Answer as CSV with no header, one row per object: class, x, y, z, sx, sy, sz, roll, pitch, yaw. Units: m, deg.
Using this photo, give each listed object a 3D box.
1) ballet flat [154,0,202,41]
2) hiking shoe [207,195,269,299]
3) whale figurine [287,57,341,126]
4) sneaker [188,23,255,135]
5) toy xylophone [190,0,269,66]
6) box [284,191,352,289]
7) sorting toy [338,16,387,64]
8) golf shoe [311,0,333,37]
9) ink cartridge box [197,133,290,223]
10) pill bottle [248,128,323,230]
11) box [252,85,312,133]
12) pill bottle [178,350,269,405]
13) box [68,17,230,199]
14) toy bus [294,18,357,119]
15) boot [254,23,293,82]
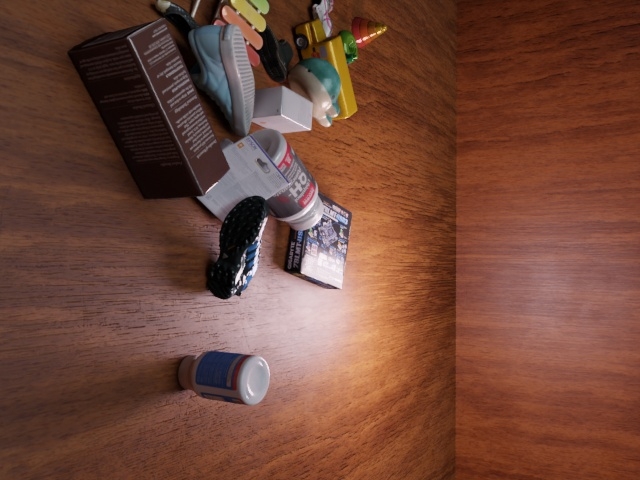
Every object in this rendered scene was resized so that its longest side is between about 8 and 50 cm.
ballet flat,-0.355,-0.555,1.591,0.173,0.057,0.049,30,68,-55
hiking shoe,-0.216,0.015,1.731,0.304,0.113,0.132,-65,162,10
whale figurine,-0.001,-0.488,2.049,0.141,0.216,0.272,-44,157,-8
sneaker,-0.268,-0.433,1.688,0.366,0.150,0.135,86,13,-53
toy xylophone,-0.237,-0.643,1.734,0.236,0.081,0.323,16,86,-57
box,0.000,0.000,2.166,0.295,0.073,0.293,27,66,-56
sorting toy,0.157,-0.759,2.390,0.365,0.126,0.127,-58,136,-44
golf shoe,-0.003,-0.785,2.188,0.086,0.067,0.186,12,72,-42
ink cartridge box,-0.227,-0.167,1.666,0.223,0.224,0.045,51,10,-47
pill bottle,-0.115,-0.169,1.871,0.318,0.176,0.176,51,48,-47
box,-0.122,-0.396,1.909,0.170,0.130,0.091,14,79,-59
pill bottle,-0.251,0.345,1.591,0.124,0.221,0.124,-1,91,-59
box,-0.377,-0.287,1.421,0.143,0.191,0.381,-53,133,-46
toy bus,0.020,-0.589,2.151,0.108,0.130,0.333,-47,128,-50
boot,-0.143,-0.614,1.947,0.198,0.077,0.137,74,27,-48
